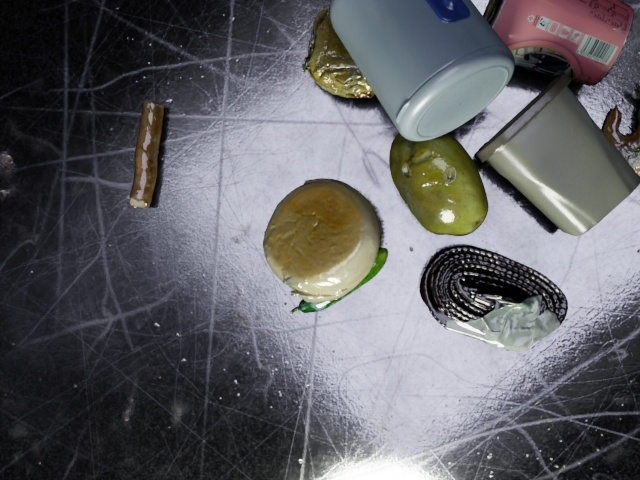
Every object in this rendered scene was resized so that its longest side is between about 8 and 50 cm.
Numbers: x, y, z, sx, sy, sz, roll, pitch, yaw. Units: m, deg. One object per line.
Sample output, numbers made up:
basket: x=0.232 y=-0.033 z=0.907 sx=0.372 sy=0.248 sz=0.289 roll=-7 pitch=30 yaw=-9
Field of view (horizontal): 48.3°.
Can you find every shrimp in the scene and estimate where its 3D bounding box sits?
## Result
shrimp: x=0.639 y=-0.223 z=1.441 sx=0.133 sy=0.051 sz=0.187 roll=-3 pitch=93 yaw=8

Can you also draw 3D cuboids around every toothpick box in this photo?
toothpick box: x=0.167 y=-0.391 z=1.297 sx=0.263 sy=0.263 sz=0.354 roll=-33 pitch=73 yaw=7

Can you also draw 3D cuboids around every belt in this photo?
belt: x=0.344 y=0.115 z=1.434 sx=0.289 sy=0.164 sz=0.184 roll=18 pitch=88 yaw=5

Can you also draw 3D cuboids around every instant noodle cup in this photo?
instant noodle cup: x=0.451 y=-0.420 z=1.394 sx=0.255 sy=0.244 sz=0.243 roll=20 pitch=94 yaw=-1

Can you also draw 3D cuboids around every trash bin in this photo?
trash bin: x=0.464 y=-0.156 z=1.391 sx=0.220 sy=0.219 sz=0.250 roll=-44 pitch=92 yaw=8

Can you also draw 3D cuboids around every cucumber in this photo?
cucumber: x=0.043 y=0.097 z=1.529 sx=0.250 sy=0.056 sz=0.056 roll=-34 pitch=86 yaw=6

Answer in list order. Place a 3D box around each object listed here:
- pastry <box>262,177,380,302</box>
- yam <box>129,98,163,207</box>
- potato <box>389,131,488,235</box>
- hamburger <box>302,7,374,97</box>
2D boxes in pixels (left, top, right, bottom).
pastry: x=0.001 y=-0.002 z=1.474 sx=0.265 sy=0.133 sz=0.264 roll=-5 pitch=73 yaw=16
yam: x=-0.386 y=-0.190 z=1.585 sx=0.057 sy=0.057 sz=0.241 roll=9 pitch=92 yaw=8
potato: x=0.232 y=-0.118 z=1.435 sx=0.149 sy=0.197 sz=0.228 roll=-29 pitch=119 yaw=-12
hamburger: x=0.063 y=-0.392 z=1.497 sx=0.183 sy=0.130 sz=0.206 roll=15 pitch=75 yaw=5
